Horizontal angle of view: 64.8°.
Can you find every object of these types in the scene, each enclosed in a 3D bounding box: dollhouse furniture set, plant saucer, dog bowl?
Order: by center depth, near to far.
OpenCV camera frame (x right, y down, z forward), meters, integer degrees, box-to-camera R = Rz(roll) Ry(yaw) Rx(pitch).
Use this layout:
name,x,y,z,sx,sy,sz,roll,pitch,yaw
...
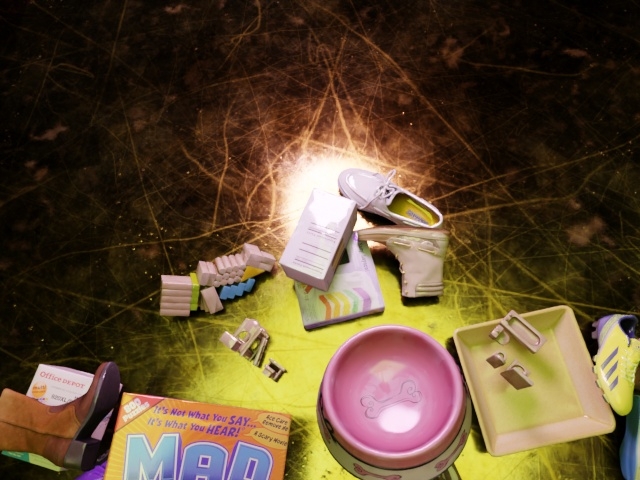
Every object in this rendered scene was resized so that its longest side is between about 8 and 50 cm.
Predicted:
name,x,y,z,sx,sy,sz,roll,pitch,yaw
dog bowl,0.181,0.395,1.280,0.408,0.150,0.408,-4,54,6
dollhouse furniture set,0.508,0.269,1.284,0.151,0.123,0.144,-43,73,-11
plant saucer,0.554,0.372,1.351,0.333,0.081,0.332,-12,69,0
dollhouse furniture set,-0.163,0.293,1.380,0.161,0.182,0.101,34,76,16

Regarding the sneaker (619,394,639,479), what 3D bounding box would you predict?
name,x,y,z,sx,sy,sz,roll,pitch,yaw
sneaker,0.814,0.508,1.255,0.092,0.087,0.228,10,92,5

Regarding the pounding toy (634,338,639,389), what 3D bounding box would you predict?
name,x,y,z,sx,sy,sz,roll,pitch,yaw
pounding toy,0.863,0.365,1.321,0.181,0.094,0.206,13,71,9

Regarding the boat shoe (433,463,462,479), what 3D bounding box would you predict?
name,x,y,z,sx,sy,sz,roll,pitch,yaw
boat shoe,0.311,0.615,1.274,0.095,0.095,0.257,-26,70,1

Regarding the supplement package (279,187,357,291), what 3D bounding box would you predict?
name,x,y,z,sx,sy,sz,roll,pitch,yaw
supplement package,0.000,0.000,1.431,0.134,0.139,0.244,20,73,13

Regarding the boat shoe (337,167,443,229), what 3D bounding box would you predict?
name,x,y,z,sx,sy,sz,roll,pitch,yaw
boat shoe,0.208,-0.130,1.521,0.367,0.156,0.136,36,76,15

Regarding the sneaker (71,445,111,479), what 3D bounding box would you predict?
name,x,y,z,sx,sy,sz,roll,pitch,yaw
sneaker,-0.544,0.594,1.348,0.293,0.102,0.146,-13,69,-8

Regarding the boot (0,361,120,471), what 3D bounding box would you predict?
name,x,y,z,sx,sy,sz,roll,pitch,yaw
boot,-0.664,0.413,1.263,0.280,0.096,0.264,9,79,13

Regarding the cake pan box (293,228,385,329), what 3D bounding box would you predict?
name,x,y,z,sx,sy,sz,roll,pitch,yaw
cake pan box,0.043,0.107,1.496,0.246,0.070,0.266,-11,68,-2

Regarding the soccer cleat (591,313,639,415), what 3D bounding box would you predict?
name,x,y,z,sx,sy,sz,roll,pitch,yaw
soccer cleat,0.772,0.304,1.290,0.093,0.121,0.289,44,44,-21

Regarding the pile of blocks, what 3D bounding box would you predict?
name,x,y,z,sx,sy,sz,roll,pitch,yaw
pile of blocks,-0.312,0.117,1.514,0.362,0.149,0.112,-19,26,-12

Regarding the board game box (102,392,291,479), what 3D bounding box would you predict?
name,x,y,z,sx,sy,sz,roll,pitch,yaw
board game box,-0.296,0.555,1.152,0.356,0.356,0.356,12,70,-12

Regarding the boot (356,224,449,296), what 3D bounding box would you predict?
name,x,y,z,sx,sy,sz,roll,pitch,yaw
boot,0.231,0.060,1.451,0.262,0.095,0.203,3,99,8

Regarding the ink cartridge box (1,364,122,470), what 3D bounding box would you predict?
name,x,y,z,sx,sy,sz,roll,pitch,yaw
ink cartridge box,-0.687,0.473,1.362,0.171,0.168,0.232,12,71,9
